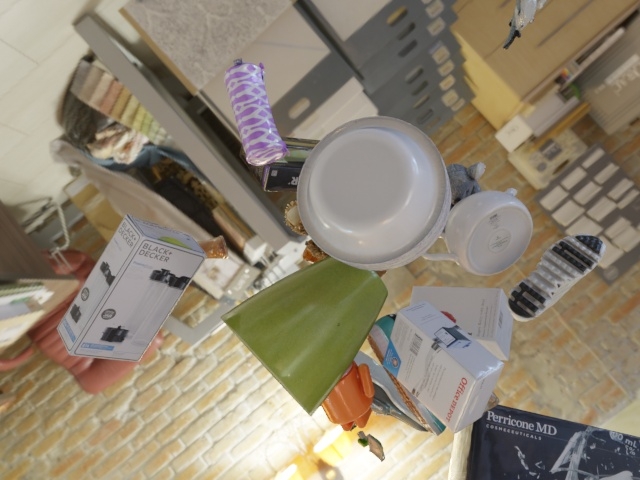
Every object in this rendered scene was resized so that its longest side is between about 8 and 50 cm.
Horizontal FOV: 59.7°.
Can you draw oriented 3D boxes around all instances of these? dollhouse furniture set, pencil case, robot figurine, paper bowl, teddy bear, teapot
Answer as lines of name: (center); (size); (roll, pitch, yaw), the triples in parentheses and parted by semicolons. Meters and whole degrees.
dollhouse furniture set: (0.151, 0.578, 1.653); (0.059, 0.152, 0.076); (-29, 127, -30)
pencil case: (-0.130, -0.254, 1.117); (0.088, 0.205, 0.086); (-15, 171, -4)
robot figurine: (0.000, 0.000, 2.116); (0.291, 0.085, 0.210); (-29, 140, -81)
robot figurine: (0.047, 0.350, 1.348); (0.128, 0.219, 0.158); (-32, -169, -23)
paper bowl: (0.093, -0.092, 1.033); (0.284, 0.284, 0.148); (-41, 161, 6)
teddy bear: (0.059, -0.027, 1.559); (0.113, 0.338, 0.245); (-82, -162, -61)
teapot: (0.436, -0.035, 1.546); (0.256, 0.187, 0.252); (12, 110, -28)

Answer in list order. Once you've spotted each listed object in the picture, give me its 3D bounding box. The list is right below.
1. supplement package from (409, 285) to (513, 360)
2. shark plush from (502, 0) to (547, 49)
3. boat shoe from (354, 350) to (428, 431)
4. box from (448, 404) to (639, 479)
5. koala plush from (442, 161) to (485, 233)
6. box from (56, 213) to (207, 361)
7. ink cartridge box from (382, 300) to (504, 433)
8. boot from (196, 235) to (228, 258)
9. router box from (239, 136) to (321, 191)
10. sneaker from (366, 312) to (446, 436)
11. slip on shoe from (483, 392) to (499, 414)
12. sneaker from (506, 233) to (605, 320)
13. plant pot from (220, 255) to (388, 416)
supplement package: (0.445, 0.261, 1.787); (0.175, 0.293, 0.177); (45, 52, -47)
shark plush: (0.465, -0.512, 1.290); (0.067, 0.073, 0.161); (-171, -87, -70)
boat shoe: (0.165, 0.412, 1.495); (0.116, 0.320, 0.099); (-25, 146, -61)
box: (0.546, 0.680, 1.311); (0.297, 0.481, 0.471); (85, 18, -65)
koala plush: (0.414, -0.156, 1.704); (0.197, 0.203, 0.221); (-5, 149, 17)
box: (-0.385, 0.104, 1.145); (0.169, 0.087, 0.289); (25, 103, -50)
ink cartridge box: (0.213, 0.222, 1.000); (0.082, 0.191, 0.139); (-16, 130, -36)
boot: (-0.365, 0.038, 1.647); (0.153, 0.072, 0.197); (-15, -177, -29)
router box: (-0.062, -0.234, 1.702); (0.309, 0.243, 0.080); (-1, 122, -29)
sneaker: (0.230, 0.310, 1.324); (0.121, 0.302, 0.108); (-30, 175, -12)
slip on shoe: (0.292, 0.320, 1.062); (0.051, 0.041, 0.135); (-42, 163, -44)
sneaker: (0.587, 0.096, 1.405); (0.292, 0.110, 0.118); (-40, 150, -1)
plant pot: (-0.009, 0.163, 1.173); (0.293, 0.275, 0.275); (-43, 174, -13)
